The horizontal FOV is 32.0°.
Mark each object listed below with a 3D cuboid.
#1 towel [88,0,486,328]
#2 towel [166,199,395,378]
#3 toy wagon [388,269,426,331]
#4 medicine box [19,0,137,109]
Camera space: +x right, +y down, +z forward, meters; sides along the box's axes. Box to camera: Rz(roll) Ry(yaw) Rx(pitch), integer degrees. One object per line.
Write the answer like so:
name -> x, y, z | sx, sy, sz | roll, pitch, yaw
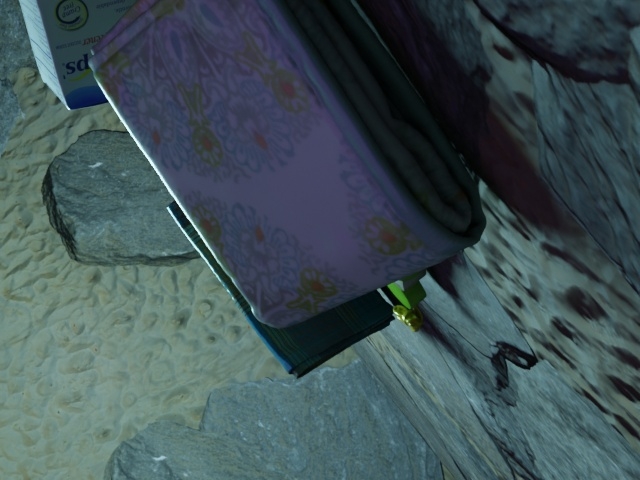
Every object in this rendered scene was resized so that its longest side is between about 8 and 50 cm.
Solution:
towel -> -0.048, -0.108, 1.085 | 0.375, 0.090, 0.320 | 57, 143, -6
towel -> -0.060, 0.038, 1.928 | 0.370, 0.271, 0.040 | 53, 137, 11
toy wagon -> 0.055, -0.030, 1.452 | 0.344, 0.068, 0.267 | 55, 174, -25
medicine box -> -0.379, -0.375, 1.729 | 0.263, 0.149, 0.289 | -141, 36, -63
